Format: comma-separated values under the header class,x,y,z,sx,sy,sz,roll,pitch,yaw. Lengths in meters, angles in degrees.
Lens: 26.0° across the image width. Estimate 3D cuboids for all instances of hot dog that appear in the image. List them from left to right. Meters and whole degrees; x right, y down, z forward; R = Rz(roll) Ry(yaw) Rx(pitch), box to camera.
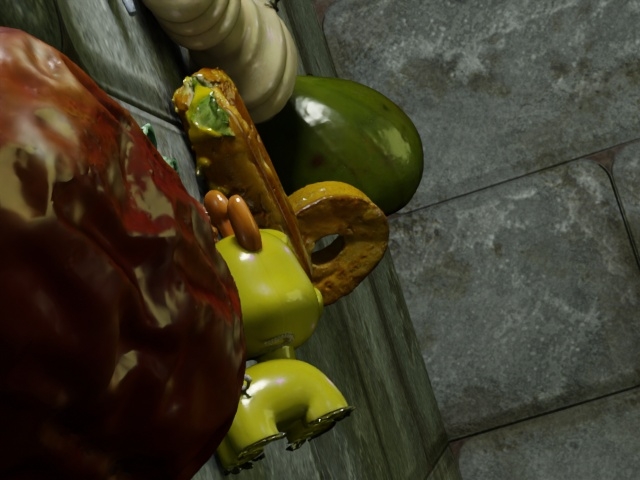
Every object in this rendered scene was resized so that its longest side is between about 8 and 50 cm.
class,x,y,z,sx,sy,sz,roll,pitch,yaw
hot dog,-0.076,-0.057,1.397,0.115,0.072,0.269,-94,163,-56

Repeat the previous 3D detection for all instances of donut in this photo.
class,x,y,z,sx,sy,sz,roll,pitch,yaw
donut,0.000,0.000,1.554,0.058,0.152,0.152,61,-3,49

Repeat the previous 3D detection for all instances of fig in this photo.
class,x,y,z,sx,sy,sz,roll,pitch,yaw
fig,0.010,-0.118,1.647,0.225,0.203,0.203,55,14,-22

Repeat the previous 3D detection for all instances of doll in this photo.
class,x,y,z,sx,sy,sz,roll,pitch,yaw
doll,-0.060,0.068,1.132,0.221,0.135,0.143,69,-25,15

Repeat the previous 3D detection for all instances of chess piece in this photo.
class,x,y,z,sx,sy,sz,roll,pitch,yaw
chess piece,-0.125,-0.244,1.381,0.139,0.124,0.307,-71,156,-14

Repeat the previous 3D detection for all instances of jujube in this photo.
class,x,y,z,sx,sy,sz,roll,pitch,yaw
jujube,-0.127,0.018,0.541,0.250,0.174,0.174,50,23,-51

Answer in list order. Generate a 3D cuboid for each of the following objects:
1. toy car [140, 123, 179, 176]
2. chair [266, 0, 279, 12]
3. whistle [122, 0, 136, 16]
class,x,y,z,sx,sy,sz,roll,pitch,yaw
toy car,-0.124,0.008,0.985,0.093,0.058,0.186,-89,171,-68
chair,-0.006,-0.542,1.442,0.362,0.410,0.364,59,4,17
whistle,-0.182,-0.236,1.230,0.033,0.029,0.083,108,-40,-76
